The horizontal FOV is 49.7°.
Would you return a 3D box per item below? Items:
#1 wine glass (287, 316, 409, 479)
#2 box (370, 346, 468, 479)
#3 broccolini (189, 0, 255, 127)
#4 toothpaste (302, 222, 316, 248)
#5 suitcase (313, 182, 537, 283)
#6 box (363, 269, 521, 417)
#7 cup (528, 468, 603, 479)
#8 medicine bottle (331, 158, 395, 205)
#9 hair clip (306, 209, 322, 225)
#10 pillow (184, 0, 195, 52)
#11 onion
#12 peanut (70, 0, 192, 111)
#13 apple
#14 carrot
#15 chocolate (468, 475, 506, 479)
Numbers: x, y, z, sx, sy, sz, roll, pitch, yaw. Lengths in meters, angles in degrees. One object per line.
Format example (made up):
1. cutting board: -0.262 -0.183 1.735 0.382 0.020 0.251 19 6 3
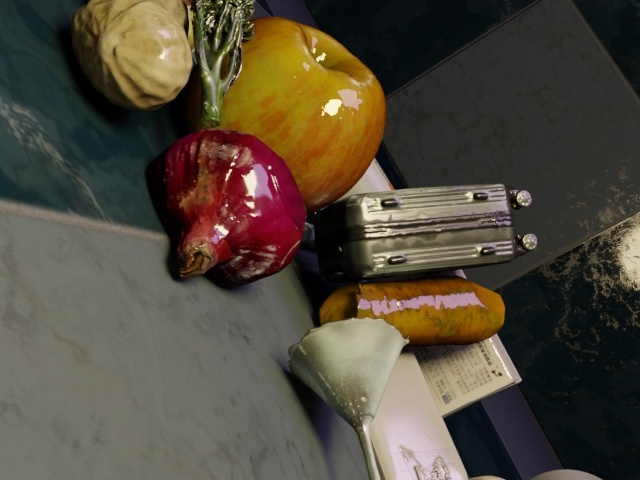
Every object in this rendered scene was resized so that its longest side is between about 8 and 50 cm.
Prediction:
1. wine glass: 0.051 0.220 0.778 0.156 0.156 0.232 44 24 -45
2. box: 0.107 0.234 1.009 0.142 0.044 0.285 5 46 -30
3. broccolini: -0.134 -0.229 0.850 0.091 0.068 0.203 22 69 -33
4. toothpaste: 0.000 0.000 1.257 0.056 0.036 0.205 61 10 15
5. suitcase: 0.152 -0.011 1.070 0.202 0.311 0.128 159 -75 -72
6. box: 0.197 0.171 1.230 0.274 0.203 0.116 64 17 19
7. cup: 0.470 0.627 1.255 0.327 0.236 0.323 -44 132 -76
8. medicine bottle: 0.054 -0.158 1.535 0.252 0.144 0.144 55 15 -18
9. hair clip: -0.050 -0.127 1.333 0.070 0.039 0.230 41 22 -48
10. pillow: -0.263 -0.391 1.049 0.233 0.086 0.214 55 -5 -7
11. onion: -0.105 -0.030 0.788 0.195 0.139 0.218 62 16 -17
12. peanut: -0.225 -0.253 0.835 0.136 0.120 0.298 25 26 -25
13. apple: -0.041 -0.180 0.995 0.302 0.301 0.302 53 15 -22
14. carrot: 0.146 0.108 1.049 0.301 0.114 0.114 2 49 -29
15. chocolate: 0.229 0.408 0.987 0.221 0.147 0.221 49 20 -25
